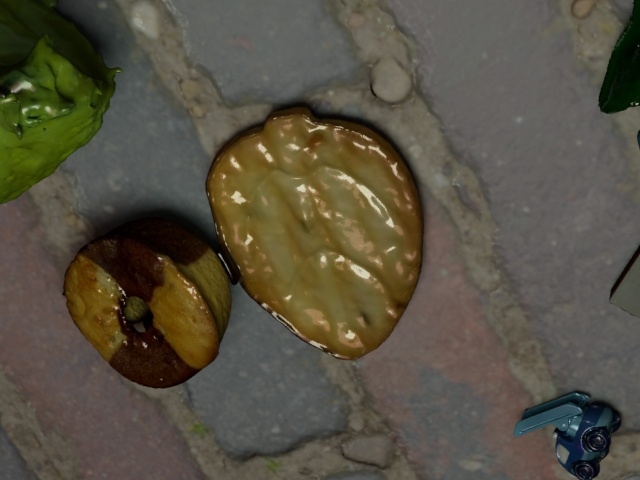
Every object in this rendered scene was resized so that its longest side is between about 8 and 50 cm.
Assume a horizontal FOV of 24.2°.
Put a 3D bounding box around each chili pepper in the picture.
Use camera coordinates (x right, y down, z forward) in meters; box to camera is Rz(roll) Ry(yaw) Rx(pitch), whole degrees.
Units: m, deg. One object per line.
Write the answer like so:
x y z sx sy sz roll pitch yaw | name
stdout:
0.283 -0.180 1.190 0.098 0.061 0.224 6 118 4 | chili pepper

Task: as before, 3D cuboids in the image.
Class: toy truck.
0.231 0.179 1.409 0.090 0.056 0.073 23 118 17 | toy truck

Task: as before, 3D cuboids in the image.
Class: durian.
-0.345 -0.133 1.313 0.339 0.204 0.256 -38 90 38 | durian

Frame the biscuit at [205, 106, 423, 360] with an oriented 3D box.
0.000 -0.002 1.375 0.203 0.041 0.260 -9 116 15 | biscuit

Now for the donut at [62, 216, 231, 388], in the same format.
-0.156 0.054 1.403 0.166 0.073 0.184 37 136 4 | donut

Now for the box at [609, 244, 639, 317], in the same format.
0.342 0.008 1.291 0.115 0.036 0.177 28 121 1 | box

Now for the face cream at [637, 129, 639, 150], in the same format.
0.421 -0.096 1.169 0.336 0.080 0.163 -12 106 14 | face cream
